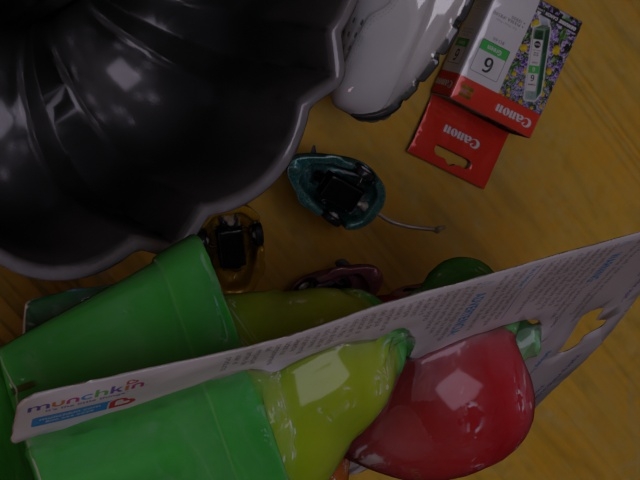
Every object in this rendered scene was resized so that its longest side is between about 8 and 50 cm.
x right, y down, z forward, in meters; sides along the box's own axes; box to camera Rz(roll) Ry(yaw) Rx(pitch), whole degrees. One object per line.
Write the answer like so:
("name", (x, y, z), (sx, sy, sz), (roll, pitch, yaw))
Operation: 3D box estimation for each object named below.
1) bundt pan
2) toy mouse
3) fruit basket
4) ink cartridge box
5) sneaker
("bundt pan", (-0.147, -0.150, 0.905), (0.330, 0.124, 0.331), (-5, 100, -30))
("toy mouse", (0.000, 0.000, 1.051), (0.143, 0.031, 0.161), (-13, 115, -7))
("fruit basket", (0.001, 0.079, 0.956), (0.353, 0.327, 0.165), (-21, 73, -19))
("ink cartridge box", (0.104, -0.092, 1.085), (0.063, 0.029, 0.115), (24, 90, -25))
("sneaker", (0.038, -0.215, 1.010), (0.129, 0.111, 0.297), (11, 93, -8))
